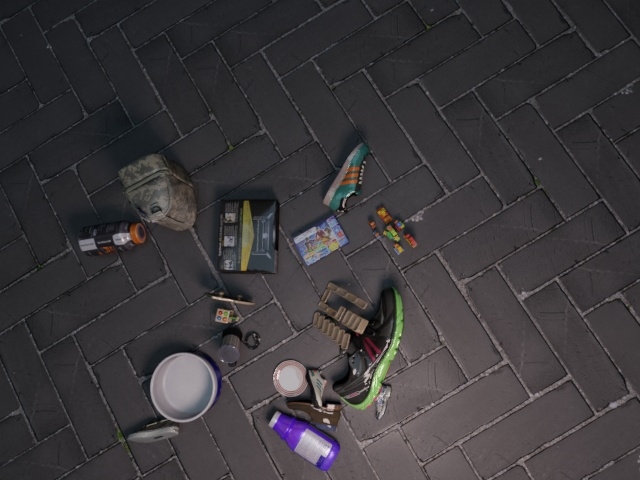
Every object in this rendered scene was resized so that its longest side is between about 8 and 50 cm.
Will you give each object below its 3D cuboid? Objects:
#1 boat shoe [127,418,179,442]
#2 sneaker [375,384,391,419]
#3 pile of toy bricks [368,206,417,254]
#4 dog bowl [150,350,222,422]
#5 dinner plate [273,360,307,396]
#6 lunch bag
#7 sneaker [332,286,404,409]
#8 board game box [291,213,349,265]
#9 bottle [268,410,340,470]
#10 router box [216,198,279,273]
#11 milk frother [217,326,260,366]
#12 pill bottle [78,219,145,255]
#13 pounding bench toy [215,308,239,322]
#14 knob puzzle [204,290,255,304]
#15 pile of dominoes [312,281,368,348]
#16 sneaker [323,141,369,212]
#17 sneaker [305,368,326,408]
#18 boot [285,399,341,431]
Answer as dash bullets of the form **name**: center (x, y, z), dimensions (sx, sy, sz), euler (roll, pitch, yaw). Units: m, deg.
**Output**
- **boat shoe**: center (-0.669, 0.763, 1.830), dimensions (0.219, 0.077, 0.070), euler (-13, 47, 7)
- **sneaker**: center (0.234, 0.628, 1.770), dimensions (0.058, 0.052, 0.135), euler (16, 77, 17)
- **pile of toy bricks**: center (0.283, -0.036, 1.821), dimensions (0.118, 0.105, 0.212), euler (-40, 80, 0)
- **dog bowl**: center (-0.534, 0.579, 1.819), dimensions (0.265, 0.104, 0.264), euler (-1, 82, 6)
- **dinner plate**: center (-0.119, 0.554, 1.826), dimensions (0.141, 0.017, 0.141), euler (-1, 82, 5)
- **lunch bag**: center (-0.634, -0.176, 1.831), dimensions (0.213, 0.305, 0.256), euler (-28, 79, 2)
- **sneaker**: center (0.183, 0.397, 1.735), dimensions (0.202, 0.185, 0.482), euler (22, 84, 4)
- **board game box**: center (0.000, 0.000, 1.880), dimensions (0.201, 0.035, 0.136), euler (-29, 81, 1)
- **bottle**: center (-0.067, 0.763, 1.754), dimensions (0.283, 0.092, 0.118), euler (29, 85, 9)
- **router box**: center (-0.298, -0.015, 1.888), dimensions (0.243, 0.081, 0.308), euler (1, 82, 5)
- **milk frother**: center (-0.320, 0.418, 1.804), dimensions (0.143, 0.134, 0.129), euler (-23, 112, 5)
- **pill bottle**: center (-0.873, -0.014, 1.920), dimensions (0.246, 0.130, 0.130), euler (-9, 82, 5)
- **pounding bench toy**: center (-0.379, 0.311, 1.859), dimensions (0.083, 0.065, 0.052), euler (11, 83, 7)
- **knob puzzle**: center (-0.352, 0.226, 1.815), dimensions (0.213, 0.213, 0.030), euler (11, 83, 7)
- **pile of dominoes**: center (0.078, 0.294, 1.776), dimensions (0.251, 0.040, 0.196), euler (25, 86, 51)
- **sneaker**: center (0.136, -0.252, 1.870), dimensions (0.121, 0.108, 0.302), euler (31, 94, 8)
- **sneaker**: center (-0.004, 0.571, 1.762), dimensions (0.075, 0.057, 0.161), euler (1, 43, -22)
- **boot**: center (-0.029, 0.681, 1.768), dimensions (0.219, 0.082, 0.106), euler (3, 80, 4)
